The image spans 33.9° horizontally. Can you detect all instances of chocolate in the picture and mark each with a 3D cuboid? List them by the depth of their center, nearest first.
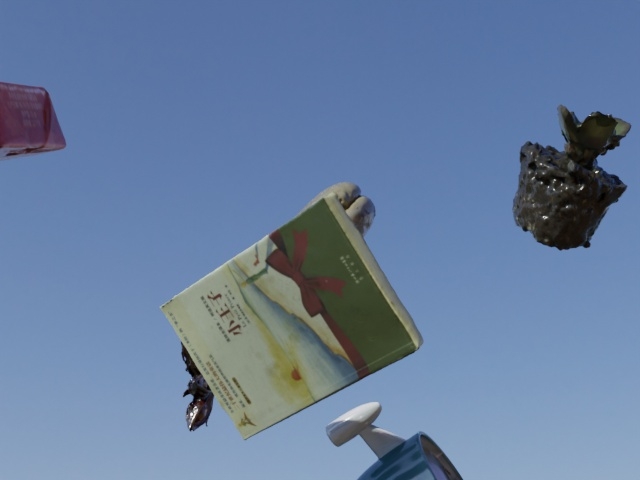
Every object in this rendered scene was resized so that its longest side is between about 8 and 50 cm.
[{"bbox_3d":[-0.524,-0.162,1.522,0.237,0.108,0.235,-6,5,10],"label":"chocolate"}]

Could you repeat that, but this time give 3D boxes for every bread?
[{"bbox_3d":[-0.005,-0.002,1.538,0.102,0.183,0.337,41,-6,0],"label":"bread"}]

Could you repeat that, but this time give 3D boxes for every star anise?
[{"bbox_3d":[-0.231,0.263,2.007,0.053,0.212,0.157,-3,-44,9],"label":"star anise"}]

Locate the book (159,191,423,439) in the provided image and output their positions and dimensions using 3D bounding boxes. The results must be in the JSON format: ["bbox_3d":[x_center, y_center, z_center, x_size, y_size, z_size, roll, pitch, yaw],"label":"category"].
[{"bbox_3d":[-0.039,0.095,1.211,0.289,0.201,0.026,-34,-2,33],"label":"book"}]

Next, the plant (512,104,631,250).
[{"bbox_3d":[0.359,-0.094,1.499,0.142,0.203,0.131,-3,23,-32],"label":"plant"}]

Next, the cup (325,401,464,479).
[{"bbox_3d":[0.101,0.356,1.343,0.173,0.300,0.167,-35,-9,8],"label":"cup"}]
